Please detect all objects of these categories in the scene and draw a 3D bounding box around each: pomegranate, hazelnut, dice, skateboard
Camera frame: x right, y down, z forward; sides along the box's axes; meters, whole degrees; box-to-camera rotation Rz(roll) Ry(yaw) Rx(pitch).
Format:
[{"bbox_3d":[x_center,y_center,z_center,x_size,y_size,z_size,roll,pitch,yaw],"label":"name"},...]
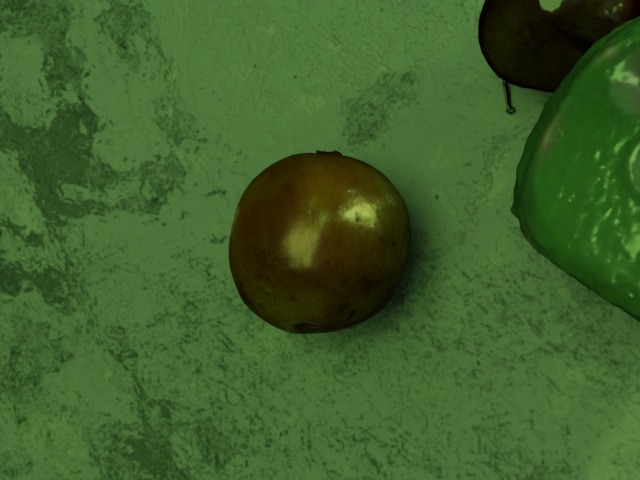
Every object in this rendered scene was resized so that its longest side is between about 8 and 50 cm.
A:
[{"bbox_3d":[0.000,0.000,1.999,0.264,0.264,0.264,-5,79,28],"label":"pomegranate"},{"bbox_3d":[0.324,-0.297,1.888,0.251,0.217,0.217,-23,71,29],"label":"hazelnut"},{"bbox_3d":[0.441,-0.062,1.705,0.330,0.318,0.322,40,102,34],"label":"dice"},{"bbox_3d":[0.287,-0.212,1.995,0.083,0.032,0.064,-11,86,29],"label":"skateboard"}]
